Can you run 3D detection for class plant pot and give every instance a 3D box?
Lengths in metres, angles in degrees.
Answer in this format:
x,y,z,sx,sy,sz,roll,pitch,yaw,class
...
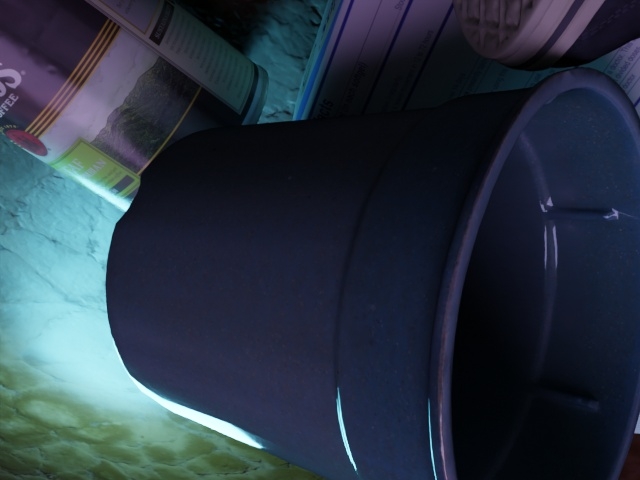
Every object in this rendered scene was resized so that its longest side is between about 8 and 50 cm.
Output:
x,y,z,sx,sy,sz,roll,pitch,yaw,class
0.037,0.042,0.694,0.334,0.341,0.341,7,145,37,plant pot

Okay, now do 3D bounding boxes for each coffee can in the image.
x,y,z,sx,sy,sz,roll,pitch,yaw,class
-0.216,-0.162,0.849,0.275,0.201,0.201,34,136,-26,coffee can

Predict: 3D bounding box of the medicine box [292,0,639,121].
x,y,z,sx,sy,sz,roll,pitch,yaw,class
0.147,-0.168,0.790,0.289,0.149,0.263,17,141,-6,medicine box

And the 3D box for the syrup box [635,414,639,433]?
x,y,z,sx,sy,sz,roll,pitch,yaw,class
0.421,0.148,1.149,0.096,0.093,0.237,1,140,14,syrup box

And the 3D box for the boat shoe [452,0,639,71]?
x,y,z,sx,sy,sz,roll,pitch,yaw,class
0.222,-0.264,0.436,0.156,0.186,0.500,-5,154,-18,boat shoe

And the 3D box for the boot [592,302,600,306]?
x,y,z,sx,sy,sz,roll,pitch,yaw,class
0.248,0.030,0.913,0.089,0.269,0.236,26,135,-12,boot
